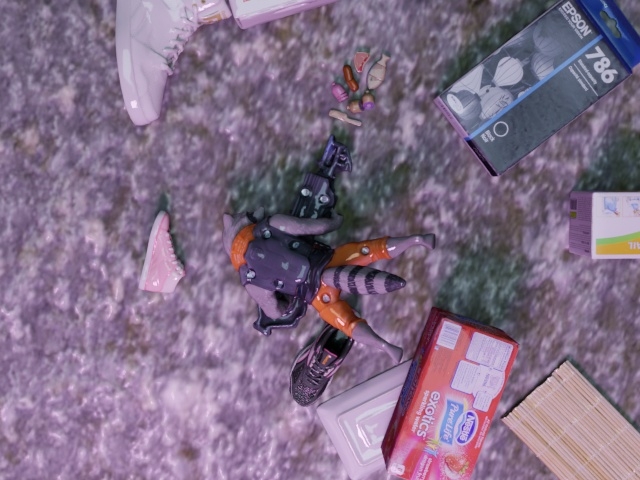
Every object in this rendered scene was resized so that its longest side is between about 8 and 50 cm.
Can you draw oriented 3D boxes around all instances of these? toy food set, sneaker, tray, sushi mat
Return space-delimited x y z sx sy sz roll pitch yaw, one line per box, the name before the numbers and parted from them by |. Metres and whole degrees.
toy food set | 0.059 -0.251 1.359 0.077 0.019 0.122 19 94 -2
sneaker | -0.245 0.022 1.362 0.070 0.051 0.134 14 97 -3
tray | 0.143 0.283 1.393 0.270 0.030 0.145 -26 95 1
sushi mat | 0.463 0.358 1.406 0.151 0.019 0.316 -45 93 2
sneaker | -0.223 -0.327 1.308 0.169 0.108 0.293 -1 93 3
sneaker | 0.004 0.188 1.361 0.072 0.077 0.178 27 94 -1

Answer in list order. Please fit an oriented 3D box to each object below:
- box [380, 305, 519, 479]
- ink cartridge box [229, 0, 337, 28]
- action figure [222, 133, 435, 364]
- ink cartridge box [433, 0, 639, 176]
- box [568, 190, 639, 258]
box | 0.197 0.247 1.313 0.128 0.122 0.257 19 94 -2
ink cartridge box | -0.080 -0.468 1.302 0.171 0.100 0.237 -16 93 1
action figure | 0.000 0.000 1.287 0.330 0.178 0.342 14 89 19
ink cartridge box | 0.360 -0.264 1.340 0.332 0.065 0.165 -39 93 1
box | 0.511 -0.027 1.332 0.203 0.114 0.103 0 94 -2
